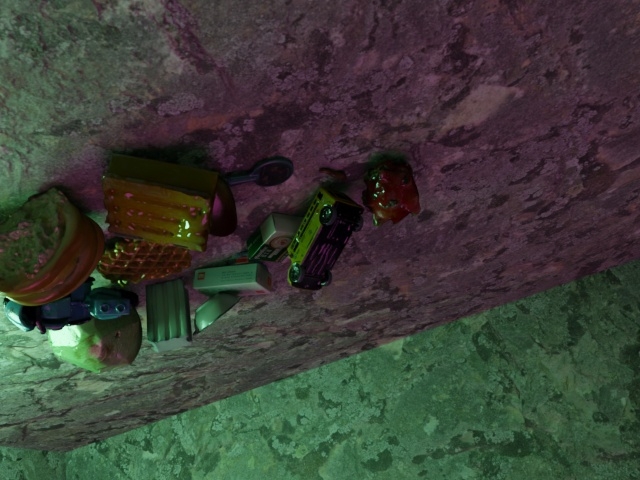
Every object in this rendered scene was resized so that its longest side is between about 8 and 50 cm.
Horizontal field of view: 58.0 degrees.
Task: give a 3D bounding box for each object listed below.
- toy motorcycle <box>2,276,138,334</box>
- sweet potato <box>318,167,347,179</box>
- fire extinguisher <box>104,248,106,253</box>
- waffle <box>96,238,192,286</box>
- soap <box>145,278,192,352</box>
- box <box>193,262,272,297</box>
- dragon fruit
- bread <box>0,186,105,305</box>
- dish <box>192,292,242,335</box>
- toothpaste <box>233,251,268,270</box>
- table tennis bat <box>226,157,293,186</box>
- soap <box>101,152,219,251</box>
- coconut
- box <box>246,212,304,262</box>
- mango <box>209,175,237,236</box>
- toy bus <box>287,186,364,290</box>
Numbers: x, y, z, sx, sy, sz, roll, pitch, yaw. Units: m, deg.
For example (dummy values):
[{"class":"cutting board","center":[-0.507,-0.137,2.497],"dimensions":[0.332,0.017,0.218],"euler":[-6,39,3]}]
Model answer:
[{"class":"toy motorcycle","center":[-0.799,0.210,1.828],"dimensions":[0.416,0.172,0.232],"euler":[2,-173,-10]},{"class":"sweet potato","center":[0.044,-0.206,1.784],"dimensions":[0.115,0.026,0.026],"euler":[14,141,-39]},{"class":"fire extinguisher","center":[-0.694,0.037,1.865],"dimensions":[0.028,0.022,0.083],"euler":[-54,150,-8]},{"class":"waffle","center":[-0.578,0.068,1.908],"dimensions":[0.329,0.062,0.329],"euler":[-18,156,-8]},{"class":"soap","center":[-0.556,0.270,2.114],"dimensions":[0.150,0.261,0.094],"euler":[-11,143,-5]},{"class":"box","center":[-0.324,0.150,2.126],"dimensions":[0.269,0.079,0.135],"euler":[-7,155,19]},{"class":"dragon fruit","center":[0.204,-0.146,1.839],"dimensions":[0.200,0.198,0.269],"euler":[34,156,-16]},{"class":"bread","center":[-0.740,0.049,1.576],"dimensions":[0.316,0.211,0.270],"euler":[-44,153,-16]},{"class":"dish","center":[-0.393,0.250,2.116],"dimensions":[0.224,0.078,0.246],"euler":[-39,-179,-4]},{"class":"toothpaste","center":[-0.263,0.101,2.166],"dimensions":[0.070,0.044,0.193],"euler":[-6,155,16]},{"class":"table tennis bat","center":[-0.176,-0.193,1.693],"dimensions":[0.201,0.033,0.124],"euler":[-13,151,-14]},{"class":"soap","center":[-0.427,-0.093,1.552],"dimensions":[0.281,0.143,0.259],"euler":[10,141,-9]},{"class":"coconut","center":[-0.786,0.321,2.075],"dimensions":[0.328,0.281,0.328],"euler":[2,118,4]},{"class":"box","center":[-0.151,-0.007,1.993],"dimensions":[0.135,0.081,0.199],"euler":[7,143,-35]},{"class":"mango","center":[-0.319,-0.095,1.716],"dimensions":[0.133,0.111,0.267],"euler":[5,144,5]},{"class":"toy bus","center":[0.000,0.000,1.883],"dimensions":[0.145,0.151,0.331],"euler":[12,115,-40]}]
